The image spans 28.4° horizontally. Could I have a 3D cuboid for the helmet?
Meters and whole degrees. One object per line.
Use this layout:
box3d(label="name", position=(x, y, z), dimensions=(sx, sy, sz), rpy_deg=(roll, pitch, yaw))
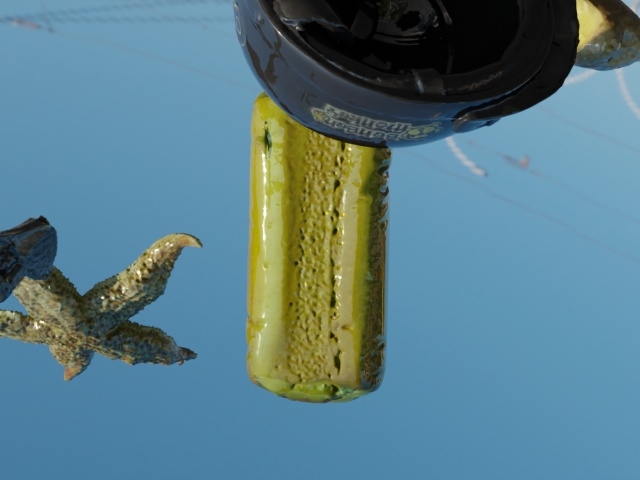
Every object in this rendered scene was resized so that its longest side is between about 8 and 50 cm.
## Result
box3d(label="helmet", position=(0.053, -0.170, 1.022), dimensions=(0.278, 0.160, 0.231), rpy_deg=(14, -120, -17))

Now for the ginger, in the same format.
box3d(label="ginger", position=(0.257, -0.245, 1.396), dimensions=(0.131, 0.086, 0.294), rpy_deg=(7, -167, -17))

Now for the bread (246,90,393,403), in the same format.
box3d(label="bread", position=(0.000, 0.000, 1.453), dimensions=(0.166, 0.384, 0.112), rpy_deg=(3, -167, 6))

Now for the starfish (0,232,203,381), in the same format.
box3d(label="starfish", position=(-0.316, 0.101, 1.563), dimensions=(0.357, 0.347, 0.078), rpy_deg=(-6, -124, -5))

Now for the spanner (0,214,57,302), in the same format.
box3d(label="spanner", position=(-0.314, -0.012, 1.097), dimensions=(0.026, 0.093, 0.325), rpy_deg=(21, 171, 21))
